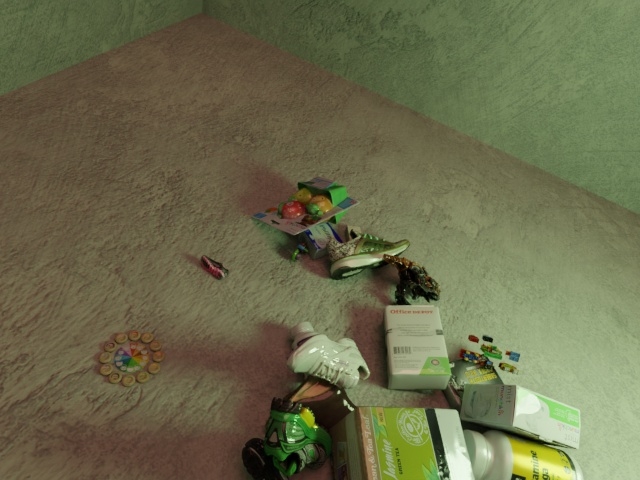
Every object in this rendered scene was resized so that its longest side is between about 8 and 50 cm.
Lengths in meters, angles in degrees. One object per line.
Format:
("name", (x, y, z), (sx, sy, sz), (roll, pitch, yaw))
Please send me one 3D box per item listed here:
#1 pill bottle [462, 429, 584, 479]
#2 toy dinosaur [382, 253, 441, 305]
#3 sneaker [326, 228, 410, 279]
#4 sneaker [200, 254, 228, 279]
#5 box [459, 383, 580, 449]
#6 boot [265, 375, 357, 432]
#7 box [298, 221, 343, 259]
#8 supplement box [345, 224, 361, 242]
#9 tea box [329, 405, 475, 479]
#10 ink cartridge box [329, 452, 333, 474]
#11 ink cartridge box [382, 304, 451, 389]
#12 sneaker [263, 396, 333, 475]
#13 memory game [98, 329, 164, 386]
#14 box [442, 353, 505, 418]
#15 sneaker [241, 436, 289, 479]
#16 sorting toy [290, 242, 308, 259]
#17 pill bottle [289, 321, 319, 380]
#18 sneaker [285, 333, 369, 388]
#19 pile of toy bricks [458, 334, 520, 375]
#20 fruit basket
("pill bottle", (0.582, 0.687, 1.322), (0.333, 0.188, 0.188), (18, 44, -4))
("toy dinosaur", (0.362, 0.161, 1.762), (0.321, 0.164, 0.219), (21, 43, -10))
("sneaker", (0.196, 0.021, 1.809), (0.409, 0.158, 0.182), (-13, 72, -32))
("sneaker", (-0.387, 0.094, 1.622), (0.119, 0.047, 0.057), (40, 39, 8))
("box", (0.623, 0.553, 1.389), (0.261, 0.231, 0.127), (24, 66, -14))
("boot", (-0.015, 0.528, 1.307), (0.248, 0.090, 0.207), (-41, 90, -16))
("box", (0.000, 0.000, 1.841), (0.137, 0.072, 0.126), (-16, 56, -33))
("supplement box", (0.147, -0.018, 1.941), (0.062, 0.036, 0.099), (8, 46, -14))
("tea box", (0.219, 0.642, 1.171), (0.323, 0.220, 0.329), (8, 50, -19))
("ink cartridge box", (0.063, 0.647, 1.270), (0.062, 0.029, 0.115), (4, 48, -19))
("ink cartridge box", (0.328, 0.371, 1.545), (0.198, 0.115, 0.273), (0, 45, 3))
("sneaker", (-0.069, 0.532, 1.139), (0.134, 0.344, 0.146), (5, 53, 25))
("memory game", (-0.565, 0.350, 1.322), (0.186, 0.012, 0.186), (11, 45, -11))
("box", (0.539, 0.514, 1.567), (0.230, 0.056, 0.183), (-4, 49, -24))
("sneaker", (-0.116, 0.644, 1.154), (0.100, 0.108, 0.272), (-24, 74, -8))
("sorting toy", (-0.077, 0.047, 1.773), (0.042, 0.061, 0.102), (31, 45, 6))
("pill bottle", (-0.033, 0.364, 1.449), (0.107, 0.108, 0.180), (-8, 52, -28))
("sneaker", (0.035, 0.356, 1.282), (0.305, 0.114, 0.152), (12, 30, -46))
("pile of toy bricks", (0.615, 0.405, 1.606), (0.212, 0.118, 0.105), (15, 4, 7))
("fruit basket", (-0.068, -0.143, 1.831), (0.352, 0.166, 0.327), (-22, 29, -32))
